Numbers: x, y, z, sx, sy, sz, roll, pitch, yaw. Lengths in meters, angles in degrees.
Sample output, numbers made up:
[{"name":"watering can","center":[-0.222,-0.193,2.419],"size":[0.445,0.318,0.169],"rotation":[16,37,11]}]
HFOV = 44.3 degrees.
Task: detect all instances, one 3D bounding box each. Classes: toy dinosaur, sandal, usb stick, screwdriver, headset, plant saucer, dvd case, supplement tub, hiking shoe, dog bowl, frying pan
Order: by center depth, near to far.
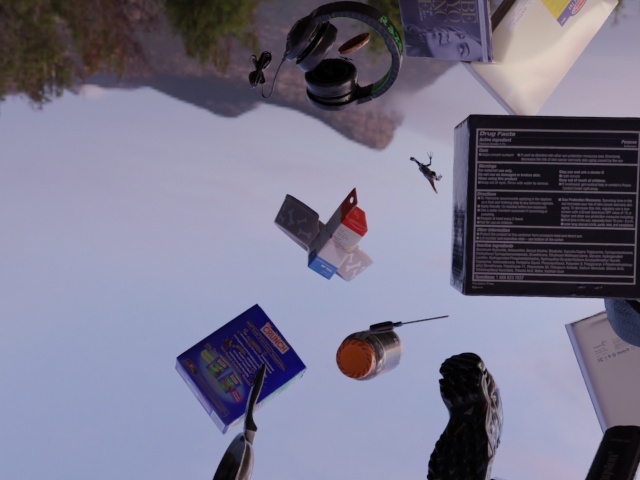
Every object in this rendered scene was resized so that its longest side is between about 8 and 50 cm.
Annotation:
[{"name":"usb stick","center":[0.430,0.373,1.183],"size":[0.077,0.045,0.278],"rotation":[-19,-167,41]},{"name":"hiking shoe","center":[0.264,0.342,1.323],"size":[0.113,0.304,0.132],"rotation":[-16,137,38]},{"name":"sandal","center":[0.631,0.164,1.498],"size":[0.055,0.097,0.254],"rotation":[-15,-158,-14]},{"name":"frying pan","center":[-0.168,0.428,1.585],"size":[0.053,0.197,0.326],"rotation":[26,-134,-11]},{"name":"screwdriver","center":[0.185,0.171,1.650],"size":[0.170,0.024,0.025],"rotation":[-11,-162,-5]},{"name":"toy dinosaur","center":[0.237,-0.160,1.819],"size":[0.047,0.090,0.082],"rotation":[-14,-147,-38]},{"name":"dvd case","center":[0.292,-0.499,1.839],"size":[0.221,0.164,0.018],"rotation":[11,-136,30]},{"name":"plant saucer","center":[0.080,-0.459,1.841],"size":[0.084,0.013,0.083],"rotation":[-26,-156,13]},{"name":"headset","center":[0.004,-0.432,1.849],"size":[0.394,0.243,0.185],"rotation":[-12,-140,26]},{"name":"supplement tub","center":[0.116,0.270,1.880],"size":[0.117,0.116,0.190],"rotation":[9,-177,25]},{"name":"dog bowl","center":[0.000,0.000,2.472],"size":[0.349,0.102,0.349],"rotation":[38,176,3]}]

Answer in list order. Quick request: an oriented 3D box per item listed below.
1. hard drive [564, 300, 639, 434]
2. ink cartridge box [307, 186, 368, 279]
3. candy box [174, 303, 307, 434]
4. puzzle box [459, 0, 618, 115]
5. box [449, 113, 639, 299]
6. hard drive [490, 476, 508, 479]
[{"name":"hard drive","center":[0.705,0.310,1.789],"size":[0.210,0.318,0.040],"rotation":[-17,175,-12]},{"name":"ink cartridge box","center":[0.058,-0.021,2.167],"size":[0.078,0.231,0.134],"rotation":[32,-160,-14]},{"name":"candy box","center":[-0.248,0.397,2.453],"size":[0.317,0.268,0.122],"rotation":[-33,166,-25]},{"name":"puzzle box","center":[0.563,-0.535,2.007],"size":[0.272,0.409,0.052],"rotation":[36,180,-33]},{"name":"box","center":[0.379,-0.057,1.334],"size":[0.297,0.293,0.183],"rotation":[2,-177,2]},{"name":"hard drive","center":[0.523,0.681,2.188],"size":[0.094,0.022,0.135],"rotation":[10,169,20]}]
